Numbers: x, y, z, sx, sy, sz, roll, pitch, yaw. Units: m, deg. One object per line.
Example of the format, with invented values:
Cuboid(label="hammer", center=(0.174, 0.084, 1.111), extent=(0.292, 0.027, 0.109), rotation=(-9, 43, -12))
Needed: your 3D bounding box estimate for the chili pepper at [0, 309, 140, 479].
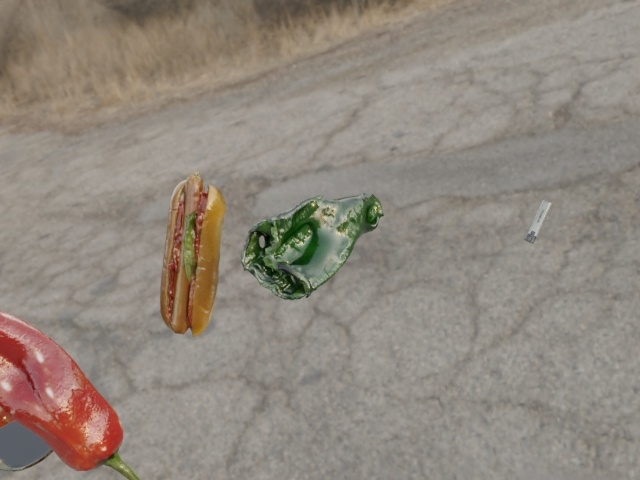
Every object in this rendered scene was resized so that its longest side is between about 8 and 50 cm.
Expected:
Cuboid(label="chili pepper", center=(-0.190, 0.113, 0.593), extent=(0.059, 0.191, 0.050), rotation=(-40, 12, 7))

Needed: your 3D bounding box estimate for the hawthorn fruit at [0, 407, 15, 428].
Cuboid(label="hawthorn fruit", center=(-0.626, 0.290, 1.506), extent=(0.275, 0.275, 0.300), rotation=(-9, 55, 24))

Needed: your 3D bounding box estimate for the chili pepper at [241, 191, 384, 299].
Cuboid(label="chili pepper", center=(0.001, -0.001, 1.045), extent=(0.216, 0.108, 0.062), rotation=(-27, -1, -32))

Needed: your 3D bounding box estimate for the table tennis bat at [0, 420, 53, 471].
Cuboid(label="table tennis bat", center=(-0.441, 0.300, 1.170), extent=(0.095, 0.014, 0.158), rotation=(23, 37, 29))

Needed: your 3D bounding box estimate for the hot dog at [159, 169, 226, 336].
Cuboid(label="hot dog", center=(-0.180, 0.018, 1.145), extent=(0.092, 0.236, 0.062), rotation=(13, 15, 31))

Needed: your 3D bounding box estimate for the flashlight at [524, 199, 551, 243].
Cuboid(label="flashlight", center=(0.410, -0.034, 1.564), extent=(0.018, 0.083, 0.018), rotation=(25, 2, 20))
